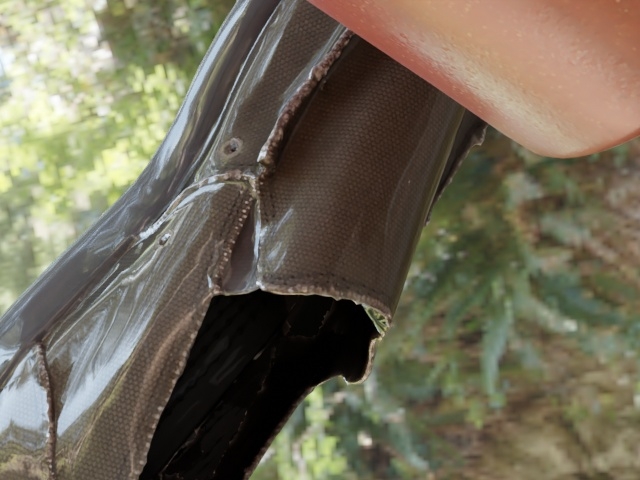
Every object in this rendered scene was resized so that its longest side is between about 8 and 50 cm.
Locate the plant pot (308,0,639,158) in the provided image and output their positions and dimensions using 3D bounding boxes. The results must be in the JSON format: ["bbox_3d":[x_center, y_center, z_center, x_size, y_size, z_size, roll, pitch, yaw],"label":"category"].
[{"bbox_3d":[0.034,-0.180,0.497,0.265,0.272,0.272,37,-127,-17],"label":"plant pot"}]

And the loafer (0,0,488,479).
[{"bbox_3d":[0.000,0.000,0.683,0.366,0.130,0.134,-53,-39,-5],"label":"loafer"}]
